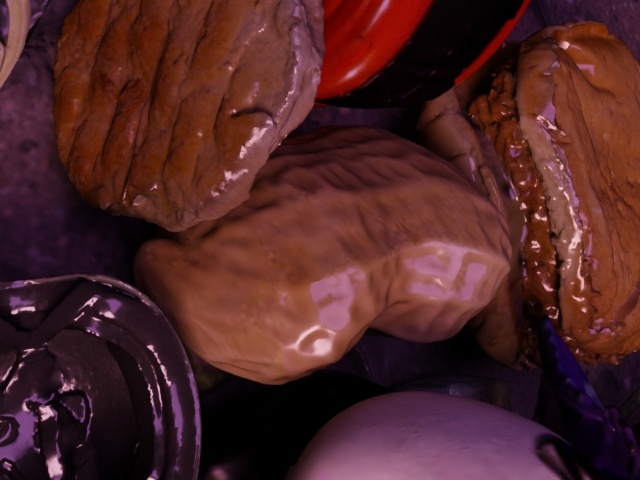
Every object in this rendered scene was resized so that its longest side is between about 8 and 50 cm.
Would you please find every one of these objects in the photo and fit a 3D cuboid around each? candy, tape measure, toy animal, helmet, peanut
[{"bbox_3d":[0.181,0.189,0.524,0.070,0.145,0.275,-7,121,2],"label":"candy"},{"bbox_3d":[0.016,-0.205,0.442,0.114,0.260,0.253,-5,96,-37],"label":"tape measure"},{"bbox_3d":[0.026,0.181,0.396,0.213,0.267,0.212,2,87,-30],"label":"toy animal"},{"bbox_3d":[-0.154,0.096,0.384,0.177,0.107,0.153,-10,91,-16],"label":"helmet"},{"bbox_3d":[0.000,0.000,0.471,0.233,0.197,0.110,-14,130,-33],"label":"peanut"}]

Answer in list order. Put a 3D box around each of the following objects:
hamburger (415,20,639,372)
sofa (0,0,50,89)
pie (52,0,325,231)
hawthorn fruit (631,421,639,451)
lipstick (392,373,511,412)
[{"bbox_3d":[0.198,-0.032,0.617,0.260,0.145,0.283,-10,84,-47],"label":"hamburger"},{"bbox_3d":[-0.246,-0.057,0.288,0.182,0.200,0.258,33,67,-28],"label":"sofa"},{"bbox_3d":[-0.084,-0.092,0.418,0.046,0.195,0.195,14,73,-54],"label":"pie"},{"bbox_3d":[0.335,0.277,0.605,0.262,0.258,0.258,32,62,5],"label":"hawthorn fruit"},{"bbox_3d":[0.109,0.246,0.550,0.076,0.077,0.289,0,81,-34],"label":"lipstick"}]
